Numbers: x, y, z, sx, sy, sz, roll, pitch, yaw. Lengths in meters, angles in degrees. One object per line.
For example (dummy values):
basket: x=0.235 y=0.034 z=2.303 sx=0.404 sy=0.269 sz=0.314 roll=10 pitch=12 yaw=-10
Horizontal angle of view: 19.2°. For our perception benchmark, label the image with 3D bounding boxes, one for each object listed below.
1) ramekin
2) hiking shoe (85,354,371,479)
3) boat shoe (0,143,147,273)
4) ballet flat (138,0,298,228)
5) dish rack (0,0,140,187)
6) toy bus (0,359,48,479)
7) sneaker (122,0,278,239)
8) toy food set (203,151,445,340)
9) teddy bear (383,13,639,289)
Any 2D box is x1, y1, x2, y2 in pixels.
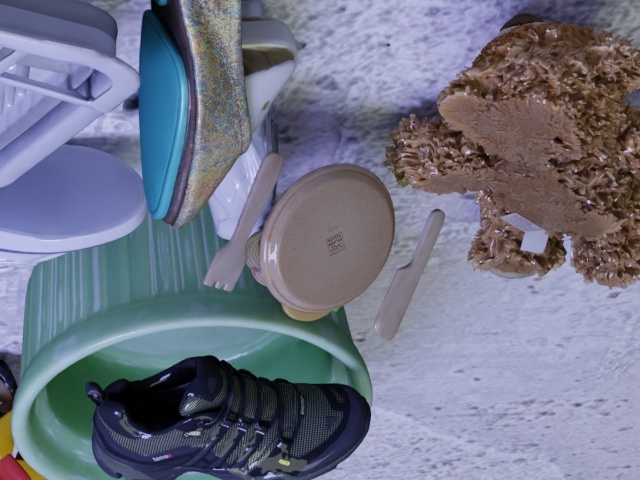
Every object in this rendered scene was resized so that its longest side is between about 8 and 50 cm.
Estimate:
ramekin: x=-0.115 y=0.092 z=1.621 sx=0.303 sy=0.148 sz=0.303 roll=-6 pitch=145 yaw=-4
hiking shoe: x=-0.071 y=0.140 z=1.493 sx=0.226 sy=0.086 sz=0.114 roll=-6 pitch=148 yaw=-3
boat shoe: x=-0.260 y=-0.016 z=1.501 sx=0.258 sy=0.095 sz=0.084 roll=-1 pitch=150 yaw=7
ballet flat: x=-0.068 y=-0.158 z=1.261 sx=0.123 sy=0.123 sz=0.349 roll=-5 pitch=126 yaw=-6
dish rack: x=-0.300 y=-0.123 z=1.273 sx=0.285 sy=0.072 sz=0.333 roll=10 pitch=161 yaw=-27
toy bus: x=-0.278 y=0.173 z=1.725 sx=0.104 sy=0.191 sz=0.202 roll=-38 pitch=145 yaw=-21
sneaker: x=-0.091 y=-0.090 z=1.440 sx=0.115 sy=0.090 sz=0.232 roll=-1 pitch=136 yaw=0
toy food set: x=0.000 y=0.000 z=1.472 sx=0.192 sy=0.038 sz=0.132 roll=19 pitch=99 yaw=-38
teddy bear: x=0.184 y=-0.068 z=1.502 sx=0.245 sy=0.113 sz=0.338 roll=-6 pitch=147 yaw=31
